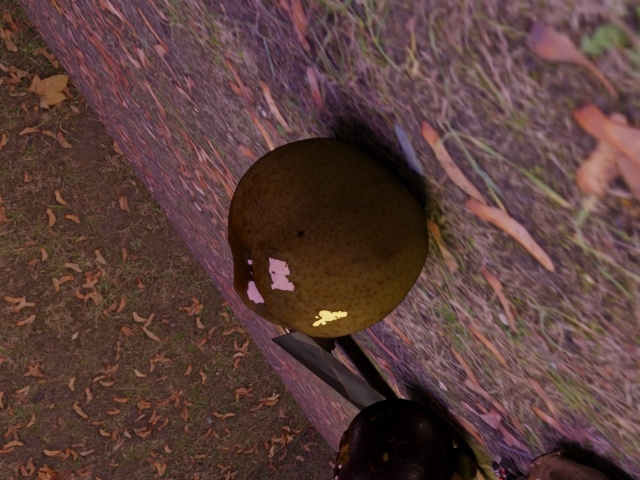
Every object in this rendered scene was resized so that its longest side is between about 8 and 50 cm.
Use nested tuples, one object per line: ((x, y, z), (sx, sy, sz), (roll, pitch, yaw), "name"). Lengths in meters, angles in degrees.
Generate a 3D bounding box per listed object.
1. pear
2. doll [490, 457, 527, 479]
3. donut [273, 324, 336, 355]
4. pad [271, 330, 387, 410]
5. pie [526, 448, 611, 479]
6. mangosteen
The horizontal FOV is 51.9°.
((0.000, 0.000, 0.517), (0.167, 0.137, 0.167), (162, 90, -71), "pear")
((0.221, 0.293, 0.748), (0.057, 0.039, 0.114), (8, 131, 29), "doll")
((-0.038, 0.140, 1.153), (0.174, 0.068, 0.174), (47, 163, 20), "donut")
((0.032, 0.231, 1.093), (0.243, 0.004, 0.164), (40, 156, -8), "pad")
((0.248, 0.257, 0.548), (0.195, 0.046, 0.195), (49, 167, 15), "pie")
((0.125, 0.315, 0.869), (0.217, 0.192, 0.192), (20, 163, 2), "mangosteen")
